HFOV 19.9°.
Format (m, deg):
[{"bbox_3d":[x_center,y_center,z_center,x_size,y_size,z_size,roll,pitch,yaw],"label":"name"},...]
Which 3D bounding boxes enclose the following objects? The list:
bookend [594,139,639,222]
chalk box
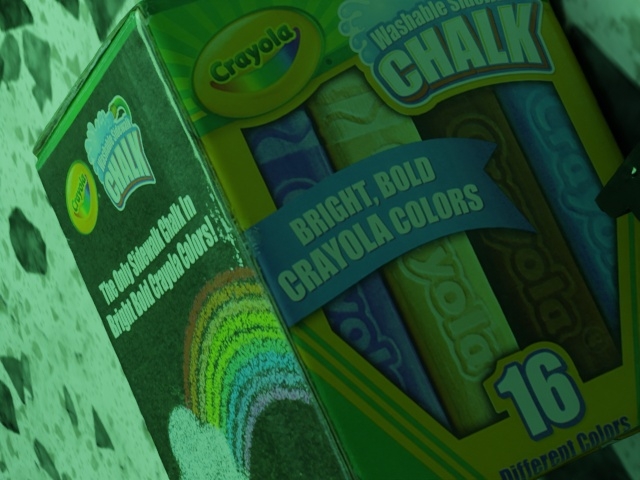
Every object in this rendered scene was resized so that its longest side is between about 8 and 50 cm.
[{"bbox_3d":[0.185,-0.003,0.580,0.157,0.072,0.156,58,150,19],"label":"bookend"},{"bbox_3d":[0.004,-0.020,0.776,0.289,0.179,0.180,67,152,7],"label":"chalk box"}]
